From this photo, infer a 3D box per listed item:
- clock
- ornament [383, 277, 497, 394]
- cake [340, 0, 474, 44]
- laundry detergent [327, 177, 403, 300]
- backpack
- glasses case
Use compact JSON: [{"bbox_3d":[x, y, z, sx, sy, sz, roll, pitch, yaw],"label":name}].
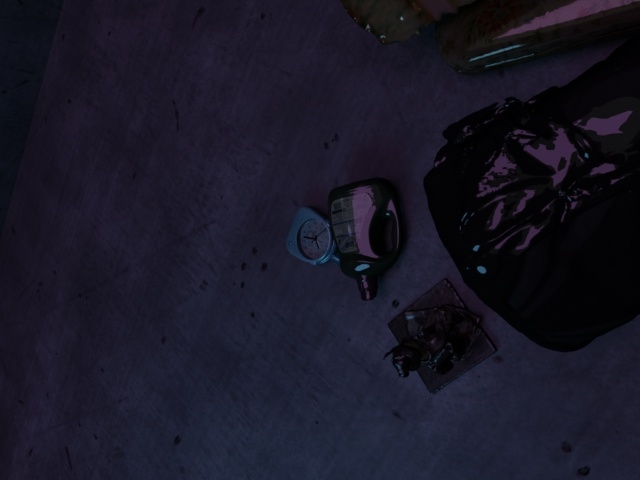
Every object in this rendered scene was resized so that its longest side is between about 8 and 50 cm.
[{"bbox_3d":[-0.001,0.000,1.105,0.147,0.045,0.108,31,109,33],"label":"clock"},{"bbox_3d":[0.161,0.165,0.882,0.166,0.196,0.153,-45,64,27],"label":"ornament"},{"bbox_3d":[0.147,-0.520,0.797,0.307,0.293,0.314,-23,57,35],"label":"cake"},{"bbox_3d":[0.090,0.001,1.014,0.144,0.078,0.221,-13,81,27],"label":"laundry detergent"},{"bbox_3d":[0.368,-0.083,0.648,0.446,0.363,0.255,-36,37,25],"label":"backpack"},{"bbox_3d":[0.370,-0.362,0.789,0.425,0.098,0.156,-5,78,38],"label":"glasses case"}]
